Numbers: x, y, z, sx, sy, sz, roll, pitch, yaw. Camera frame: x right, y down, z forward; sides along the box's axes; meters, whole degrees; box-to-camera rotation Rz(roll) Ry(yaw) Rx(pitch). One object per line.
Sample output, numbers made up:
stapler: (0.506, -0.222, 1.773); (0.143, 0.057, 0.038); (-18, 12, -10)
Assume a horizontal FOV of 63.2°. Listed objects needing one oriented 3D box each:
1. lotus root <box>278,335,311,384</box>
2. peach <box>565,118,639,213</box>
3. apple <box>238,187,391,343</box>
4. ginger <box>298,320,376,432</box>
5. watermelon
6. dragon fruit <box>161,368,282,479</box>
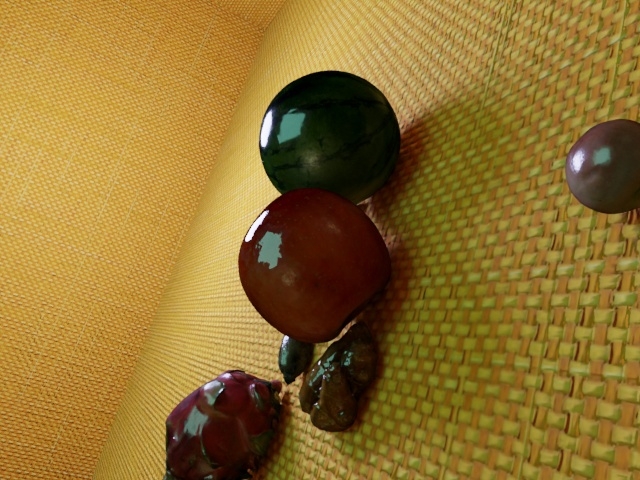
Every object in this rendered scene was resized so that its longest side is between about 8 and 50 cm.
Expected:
lotus root: (-0.046, 0.200, 0.904); (0.049, 0.054, 0.099); (108, 173, -57)
peach: (0.252, -0.064, 0.446); (0.083, 0.083, 0.083); (-49, 27, 37)
apple: (-0.011, 0.034, 0.769); (0.218, 0.201, 0.218); (-44, -14, -14)
ginger: (0.024, 0.192, 0.720); (0.162, 0.074, 0.103); (-61, 23, 10)
watermelon: (0.014, -0.167, 0.884); (0.242, 0.243, 0.242); (-49, 27, 37)
dragon fruit: (-0.170, 0.356, 0.897); (0.201, 0.198, 0.268); (-3, 62, 17)
